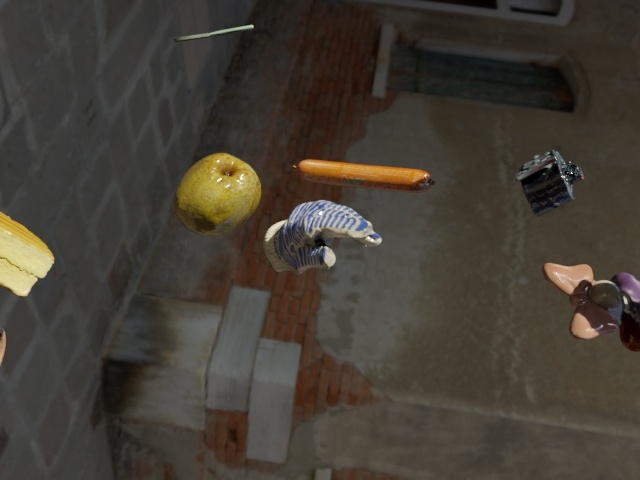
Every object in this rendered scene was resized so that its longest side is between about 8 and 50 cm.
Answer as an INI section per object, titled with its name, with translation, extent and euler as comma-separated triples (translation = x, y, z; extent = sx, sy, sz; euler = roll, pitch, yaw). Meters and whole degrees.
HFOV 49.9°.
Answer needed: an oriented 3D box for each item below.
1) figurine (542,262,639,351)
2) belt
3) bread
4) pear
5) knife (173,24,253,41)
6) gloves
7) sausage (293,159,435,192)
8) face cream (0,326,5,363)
[figurine]
translation = 0.579, 0.105, 1.197
extent = 0.193, 0.421, 0.154
euler = 101, -22, -53
[belt]
translation = 0.520, -0.137, 1.544
extent = 0.122, 0.128, 0.218
euler = 61, 21, -5
[bread]
translation = -0.664, -0.010, 1.331
extent = 0.111, 0.246, 0.239
euler = -57, -149, -8
[pear]
translation = -0.270, -0.123, 1.802
extent = 0.229, 0.188, 0.211
euler = -15, 139, -41
[knife]
translation = -0.272, -0.523, 1.742
extent = 0.028, 0.210, 0.015
euler = -90, 171, -65
[gloves]
translation = -0.006, -0.003, 0.972
extent = 0.229, 0.097, 0.119
euler = -7, -131, 49
[sausage]
translation = 0.088, -0.143, 1.523
extent = 0.053, 0.348, 0.053
euler = -26, 120, -57
[face cream]
translation = -0.803, 0.256, 1.569
extent = 0.149, 0.104, 0.149
euler = -168, -90, -89
